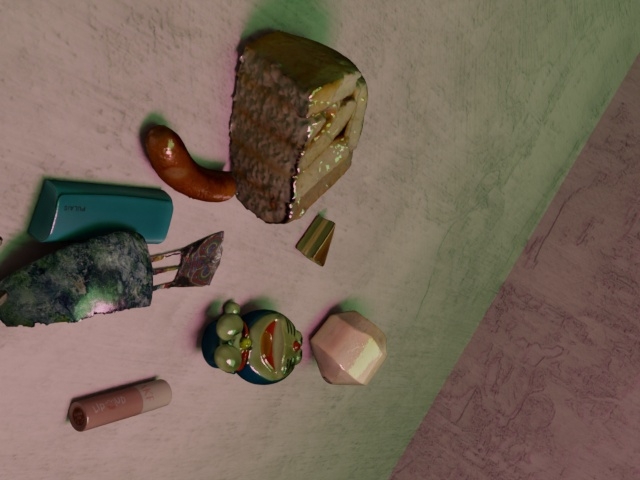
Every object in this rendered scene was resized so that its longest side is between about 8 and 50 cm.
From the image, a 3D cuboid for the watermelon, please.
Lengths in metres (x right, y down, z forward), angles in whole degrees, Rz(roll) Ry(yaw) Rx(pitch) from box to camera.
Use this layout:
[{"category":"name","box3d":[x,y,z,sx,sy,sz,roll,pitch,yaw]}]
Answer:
[{"category":"watermelon","box3d":[-0.471,0.107,1.657,0.318,0.148,0.226,-23,171,-22]}]

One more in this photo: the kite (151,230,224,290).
[{"category":"kite","box3d":[-0.329,0.066,1.967,0.285,0.015,0.152,-14,128,-49]}]

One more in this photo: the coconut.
[{"category":"coconut","box3d":[0.079,0.338,2.604,0.241,0.241,0.241,-35,142,-33]}]

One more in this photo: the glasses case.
[{"category":"glasses case","box3d":[-0.422,-0.048,1.685,0.301,0.070,0.117,1,116,-54]}]

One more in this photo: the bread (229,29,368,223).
[{"category":"bread","box3d":[-0.037,-0.249,1.883,0.264,0.239,0.395,-28,141,-40]}]

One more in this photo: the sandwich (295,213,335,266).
[{"category":"sandwich","box3d":[0.000,0.000,2.319,0.116,0.074,0.074,-56,147,-4]}]

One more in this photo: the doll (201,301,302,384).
[{"category":"doll","box3d":[-0.177,0.271,2.212,0.322,0.186,0.198,20,70,-42]}]

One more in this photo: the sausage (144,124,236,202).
[{"category":"sausage","box3d":[-0.276,-0.147,1.794,0.102,0.076,0.302,-64,151,-5]}]

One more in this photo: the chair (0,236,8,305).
[{"category":"chair","box3d":[-0.637,0.097,1.354,0.270,0.136,0.147,-57,161,-52]}]

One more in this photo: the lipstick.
[{"category":"lipstick","box3d":[-0.467,0.386,2.004,0.254,0.070,0.070,-7,123,-52]}]
